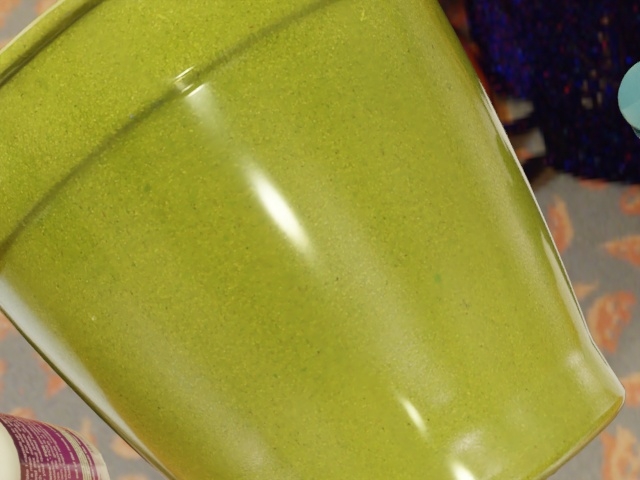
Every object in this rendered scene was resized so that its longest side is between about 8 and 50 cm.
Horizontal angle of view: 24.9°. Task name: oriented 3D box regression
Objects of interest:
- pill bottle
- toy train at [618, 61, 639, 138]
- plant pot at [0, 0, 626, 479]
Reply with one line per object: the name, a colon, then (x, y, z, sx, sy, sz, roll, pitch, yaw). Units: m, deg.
pill bottle: (-0.362, 0.263, 1.538, 0.169, 0.301, 0.169, -5, 74, 19)
toy train: (0.339, -0.093, 0.997, 0.248, 0.143, 0.105, 6, 96, 34)
plant pot: (-0.006, 0.026, 0.901, 0.366, 0.366, 0.353, -34, 82, -12)
